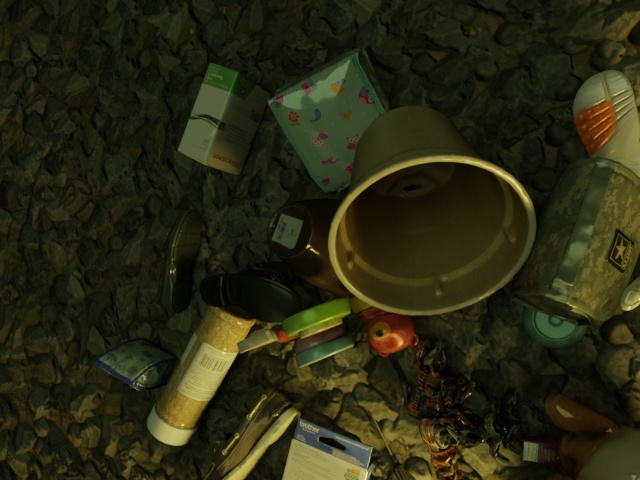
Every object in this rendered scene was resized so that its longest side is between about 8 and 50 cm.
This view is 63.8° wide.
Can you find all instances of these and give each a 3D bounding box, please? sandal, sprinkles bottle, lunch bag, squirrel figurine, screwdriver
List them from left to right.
[{"bbox_3d":[-0.463,0.316,1.286,0.129,0.151,0.096,21,94,20],"label":"lunch bag"},{"bbox_3d":[-0.286,0.313,1.236,0.121,0.121,0.355,32,98,19],"label":"sprinkles bottle"},{"bbox_3d":[0.049,-0.249,1.118,0.224,0.160,0.262,-24,112,18],"label":"lunch bag"},{"bbox_3d":[0.151,0.456,1.121,0.024,0.025,0.169,-33,68,17],"label":"screwdriver"},{"bbox_3d":[0.440,0.013,0.876,0.169,0.287,0.235,21,87,21],"label":"lunch bag"},{"bbox_3d":[0.554,-0.188,0.977,0.102,0.076,0.265,-12,104,34],"label":"sandal"},{"bbox_3d":[0.459,0.495,0.797,0.281,0.397,0.370,14,67,40],"label":"squirrel figurine"}]

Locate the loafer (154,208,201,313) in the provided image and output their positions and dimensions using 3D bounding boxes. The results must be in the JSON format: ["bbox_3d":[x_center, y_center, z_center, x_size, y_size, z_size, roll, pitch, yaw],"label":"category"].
[{"bbox_3d":[-0.372,0.048,1.301,0.084,0.096,0.267,11,93,27],"label":"loafer"}]

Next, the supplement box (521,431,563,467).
[{"bbox_3d":[0.434,0.404,0.992,0.084,0.055,0.043,2,88,22],"label":"supplement box"}]

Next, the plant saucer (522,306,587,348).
[{"bbox_3d":[0.462,0.155,1.013,0.120,0.021,0.119,-1,86,21],"label":"plant saucer"}]

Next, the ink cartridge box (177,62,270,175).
[{"bbox_3d":[-0.227,-0.282,1.225,0.093,0.160,0.219,24,95,21],"label":"ink cartridge box"}]

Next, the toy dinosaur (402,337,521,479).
[{"bbox_3d":[0.274,0.360,1.033,0.219,0.164,0.321,-12,101,34],"label":"toy dinosaur"}]

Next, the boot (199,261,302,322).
[{"bbox_3d":[-0.106,0.091,1.120,0.263,0.229,0.091,9,103,30],"label":"boot"}]

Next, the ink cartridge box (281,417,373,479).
[{"bbox_3d":[0.002,0.565,1.144,0.186,0.065,0.310,14,94,21],"label":"ink cartridge box"}]

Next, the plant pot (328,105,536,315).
[{"bbox_3d":[0.182,-0.085,0.954,0.334,0.305,0.333,1,128,1],"label":"plant pot"}]

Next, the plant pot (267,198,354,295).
[{"bbox_3d":[0.000,0.000,1.063,0.216,0.230,0.215,-7,77,32],"label":"plant pot"}]

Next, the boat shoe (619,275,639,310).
[{"bbox_3d":[0.598,0.090,0.958,0.035,0.035,0.100,42,101,17],"label":"boat shoe"}]

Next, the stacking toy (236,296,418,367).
[{"bbox_3d":[0.019,0.204,1.025,0.309,0.280,0.130,-31,75,38],"label":"stacking toy"}]

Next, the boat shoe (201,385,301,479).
[{"bbox_3d":[-0.185,0.481,1.194,0.097,0.117,0.324,44,98,22],"label":"boat shoe"}]
